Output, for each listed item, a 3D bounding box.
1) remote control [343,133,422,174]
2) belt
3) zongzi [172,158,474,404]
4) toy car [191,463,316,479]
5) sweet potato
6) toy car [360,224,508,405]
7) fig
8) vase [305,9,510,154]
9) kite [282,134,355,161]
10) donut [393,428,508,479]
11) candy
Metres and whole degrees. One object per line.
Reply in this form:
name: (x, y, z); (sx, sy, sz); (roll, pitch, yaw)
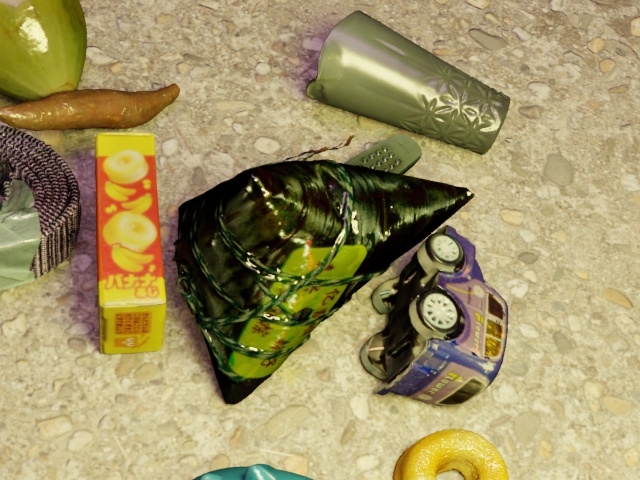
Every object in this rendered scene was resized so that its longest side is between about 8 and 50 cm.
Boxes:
remote control: (0.065, -0.093, 1.549); (0.222, 0.042, 0.072); (-35, 68, -25)
belt: (-0.494, -0.046, 1.389); (0.324, 0.122, 0.260); (7, 50, -7)
zongzi: (0.000, 0.000, 1.325); (0.362, 0.383, 0.319); (-3, 65, -30)
toy car: (-0.087, 0.341, 1.134); (0.255, 0.190, 0.188); (-5, 52, 32)
sweet potato: (-0.348, -0.196, 1.508); (0.314, 0.072, 0.066); (-10, 99, -39)
toy car: (0.167, 0.108, 1.376); (0.158, 0.172, 0.235); (23, 53, -13)
fig: (-0.446, -0.317, 1.524); (0.230, 0.207, 0.207); (33, 56, -13)
vase: (0.147, -0.246, 1.612); (0.301, 0.156, 0.251); (24, 32, 0)
kite: (-0.052, -0.112, 1.494); (0.245, 0.141, 0.015); (-26, 101, -39)
donut: (0.171, 0.308, 1.302); (0.152, 0.058, 0.152); (5, 56, -8)
candy: (-0.263, 0.002, 1.378); (0.088, 0.146, 0.276); (-3, 57, -12)
